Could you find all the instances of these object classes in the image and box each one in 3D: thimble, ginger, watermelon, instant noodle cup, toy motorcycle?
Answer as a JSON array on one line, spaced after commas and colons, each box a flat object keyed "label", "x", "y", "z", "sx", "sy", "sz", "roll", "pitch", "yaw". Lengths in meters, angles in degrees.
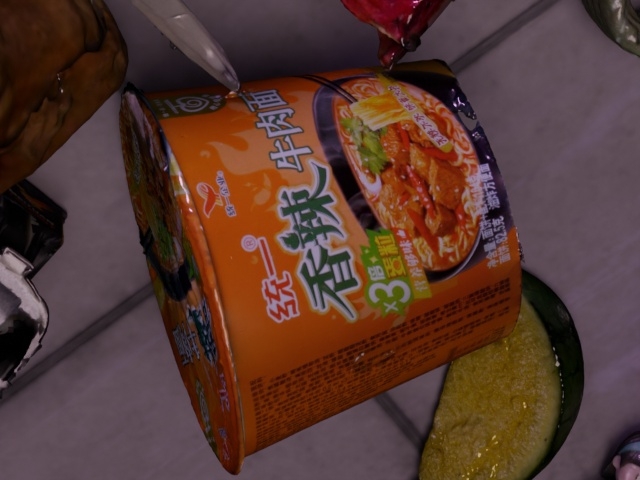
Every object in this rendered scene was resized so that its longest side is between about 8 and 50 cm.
[{"label": "thimble", "x": 0.202, "y": -0.160, "z": 0.960, "sx": 0.084, "sy": 0.062, "sz": 0.110, "roll": -6, "pitch": 115, "yaw": -8}, {"label": "ginger", "x": -0.227, "y": -0.055, "z": 0.825, "sx": 0.172, "sy": 0.321, "sz": 0.165, "roll": 25, "pitch": 137, "yaw": 2}, {"label": "watermelon", "x": 0.137, "y": 0.104, "z": 1.085, "sx": 0.092, "sy": 0.075, "sz": 0.181, "roll": 24, "pitch": 113, "yaw": 28}, {"label": "instant noodle cup", "x": 0.000, "y": 0.000, "z": 0.922, "sx": 0.182, "sy": 0.230, "sz": 0.230, "roll": -16, "pitch": 116, "yaw": -12}, {"label": "toy motorcycle", "x": -0.257, "y": 0.084, "z": 0.946, "sx": 0.091, "sy": 0.157, "sz": 0.263, "roll": 41, "pitch": 100, "yaw": -20}]

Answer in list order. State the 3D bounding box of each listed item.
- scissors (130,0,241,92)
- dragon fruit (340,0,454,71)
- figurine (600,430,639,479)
[{"label": "scissors", "x": -0.143, "y": -0.192, "z": 0.852, "sx": 0.109, "sy": 0.022, "sz": 0.300, "roll": -43, "pitch": 91, "yaw": 12}, {"label": "dragon fruit", "x": 0.073, "y": -0.241, "z": 0.879, "sx": 0.126, "sy": 0.161, "sz": 0.274, "roll": 34, "pitch": 115, "yaw": 13}, {"label": "figurine", "x": 0.218, "y": 0.182, "z": 1.125, "sx": 0.060, "sy": 0.047, "sz": 0.106, "roll": 37, "pitch": 107, "yaw": -9}]
